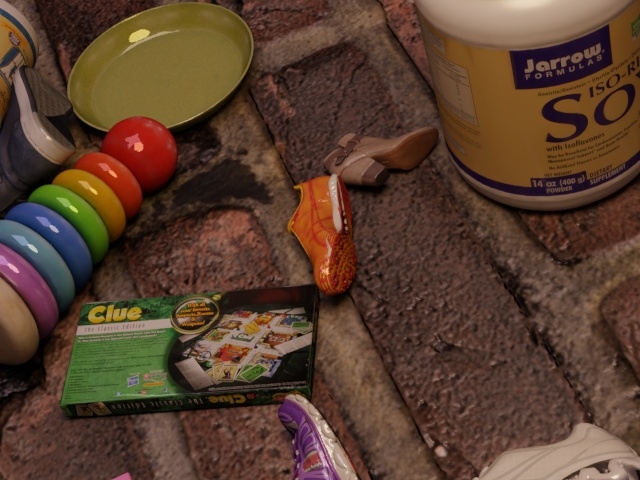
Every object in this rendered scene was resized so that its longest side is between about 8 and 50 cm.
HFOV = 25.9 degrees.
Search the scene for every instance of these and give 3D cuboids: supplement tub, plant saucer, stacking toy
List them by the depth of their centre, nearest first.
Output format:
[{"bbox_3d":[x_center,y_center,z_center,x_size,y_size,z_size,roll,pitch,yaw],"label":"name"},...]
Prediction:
[{"bbox_3d":[0.221,-0.219,1.412,0.241,0.331,0.241,-9,47,10],"label":"supplement tub"},{"bbox_3d":[-0.271,-0.017,1.537,0.141,0.141,0.330,19,50,31],"label":"stacking toy"},{"bbox_3d":[-0.449,-0.198,1.730,0.144,0.144,0.199,2,50,19],"label":"supplement tub"},{"bbox_3d":[-0.195,-0.206,1.733,0.241,0.037,0.241,-10,47,10],"label":"plant saucer"}]

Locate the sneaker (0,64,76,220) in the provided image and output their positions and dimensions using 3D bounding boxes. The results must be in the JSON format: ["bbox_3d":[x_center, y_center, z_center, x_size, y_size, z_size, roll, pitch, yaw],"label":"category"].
[{"bbox_3d":[-0.370,-0.108,1.648,0.163,0.086,0.226,-46,27,14],"label":"sneaker"}]

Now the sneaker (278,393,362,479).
[{"bbox_3d":[-0.006,0.211,1.278,0.071,0.068,0.170,-29,47,-2],"label":"sneaker"}]

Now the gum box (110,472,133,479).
[{"bbox_3d":[-0.238,0.304,1.265,0.188,0.062,0.107,-24,46,-5],"label":"gum box"}]

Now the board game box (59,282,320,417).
[{"bbox_3d":[-0.132,0.112,1.430,0.260,0.030,0.136,-5,50,12],"label":"board game box"}]

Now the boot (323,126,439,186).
[{"bbox_3d":[0.063,-0.102,1.559,0.118,0.042,0.087,-36,40,-25],"label":"boot"}]

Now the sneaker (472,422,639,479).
[{"bbox_3d":[0.147,0.249,1.182,0.292,0.110,0.118,-23,32,-7],"label":"sneaker"}]

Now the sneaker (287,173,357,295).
[{"bbox_3d":[0.000,0.000,1.477,0.067,0.064,0.175,-18,36,12],"label":"sneaker"}]
